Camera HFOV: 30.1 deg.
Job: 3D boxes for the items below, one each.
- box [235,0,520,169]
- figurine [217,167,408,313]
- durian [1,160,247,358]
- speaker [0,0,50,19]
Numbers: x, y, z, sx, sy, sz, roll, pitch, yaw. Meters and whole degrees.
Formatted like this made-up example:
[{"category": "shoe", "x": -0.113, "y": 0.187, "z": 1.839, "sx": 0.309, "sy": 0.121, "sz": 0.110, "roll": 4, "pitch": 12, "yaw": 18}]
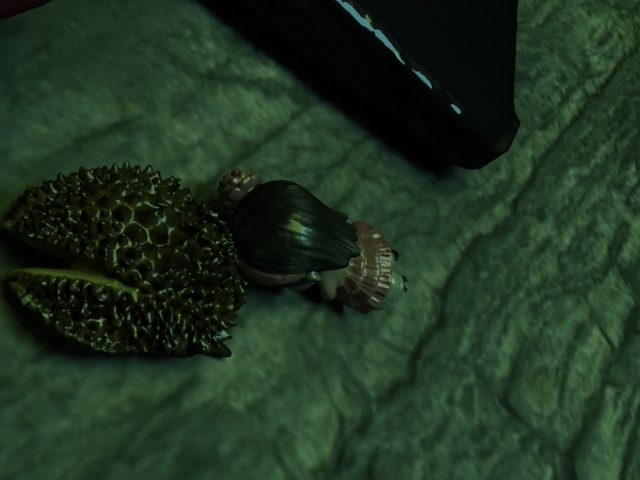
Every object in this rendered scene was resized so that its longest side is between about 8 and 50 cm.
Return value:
[{"category": "box", "x": 0.018, "y": -0.255, "z": 0.876, "sx": 0.359, "sy": 0.091, "sz": 0.350, "roll": 36, "pitch": 41, "yaw": -25}, {"category": "figurine", "x": 0.000, "y": 0.000, "z": 0.683, "sx": 0.129, "sy": 0.054, "sz": 0.072, "roll": 18, "pitch": 46, "yaw": -42}, {"category": "durian", "x": -0.078, "y": 0.012, "z": 0.573, "sx": 0.140, "sy": 0.071, "sz": 0.110, "roll": 38, "pitch": 39, "yaw": -30}, {"category": "speaker", "x": -0.180, "y": -0.238, "z": 0.488, "sx": 0.294, "sy": 0.294, "sz": 0.294, "roll": 29, "pitch": 43, "yaw": -31}]
